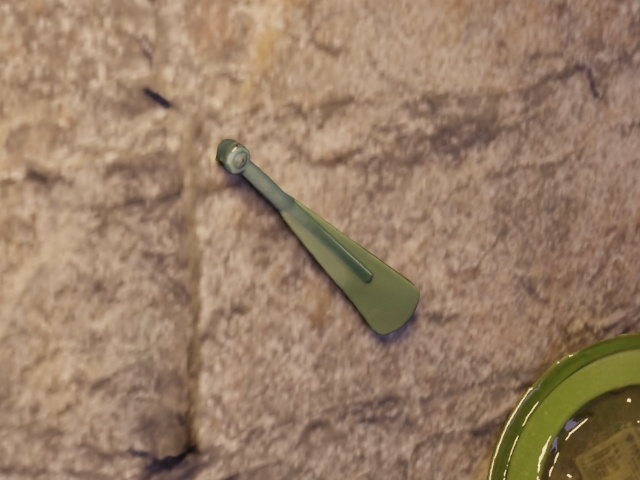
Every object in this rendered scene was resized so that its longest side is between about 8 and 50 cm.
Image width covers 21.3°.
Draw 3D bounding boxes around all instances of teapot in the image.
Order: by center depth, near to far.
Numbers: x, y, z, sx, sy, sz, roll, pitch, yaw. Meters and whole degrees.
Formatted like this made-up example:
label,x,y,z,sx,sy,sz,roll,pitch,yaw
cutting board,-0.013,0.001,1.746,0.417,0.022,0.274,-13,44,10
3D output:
label,x,y,z,sx,sy,sz,roll,pitch,yaw
teapot,0.301,0.198,1.164,0.270,0.200,0.337,-35,139,15

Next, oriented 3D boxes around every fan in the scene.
label,x,y,z,sx,sy,sz,roll,pitch,yaw
fan,0.000,0.000,0.945,0.038,0.016,0.193,-54,135,-6
